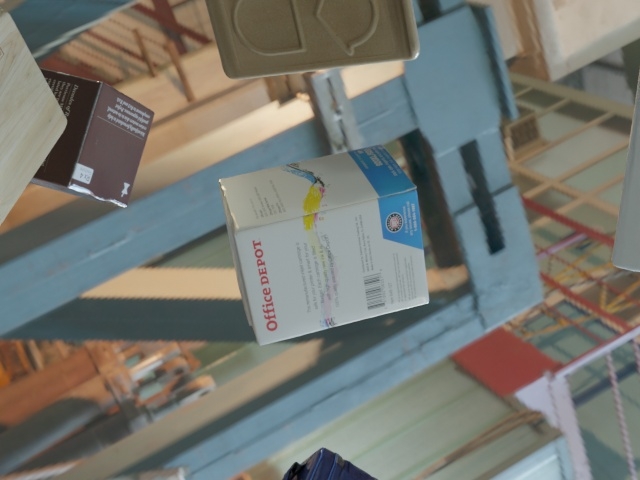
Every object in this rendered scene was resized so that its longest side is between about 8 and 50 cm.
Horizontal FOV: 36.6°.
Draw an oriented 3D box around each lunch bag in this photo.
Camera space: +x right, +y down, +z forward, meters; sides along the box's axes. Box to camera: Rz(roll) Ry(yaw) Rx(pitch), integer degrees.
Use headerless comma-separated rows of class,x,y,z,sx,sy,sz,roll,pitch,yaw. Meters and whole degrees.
lunch bag,-0.002,0.197,0.696,0.065,0.098,0.067,31,-41,-7

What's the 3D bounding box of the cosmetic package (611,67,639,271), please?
cosmetic package,0.643,-0.133,1.331,0.394,0.327,0.329,13,-59,22

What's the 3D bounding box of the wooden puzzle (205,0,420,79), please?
wooden puzzle,-0.028,-0.417,1.458,0.348,0.080,0.322,0,-62,26

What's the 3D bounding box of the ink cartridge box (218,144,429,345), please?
ink cartridge box,0.000,0.000,1.261,0.168,0.233,0.171,-117,-164,-61

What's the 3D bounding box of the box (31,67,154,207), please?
box,-0.404,-0.165,1.509,0.203,0.167,0.168,14,-5,20

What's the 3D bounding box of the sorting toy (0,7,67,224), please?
sorting toy,-0.330,-0.051,0.772,0.089,0.257,0.255,30,-12,2
